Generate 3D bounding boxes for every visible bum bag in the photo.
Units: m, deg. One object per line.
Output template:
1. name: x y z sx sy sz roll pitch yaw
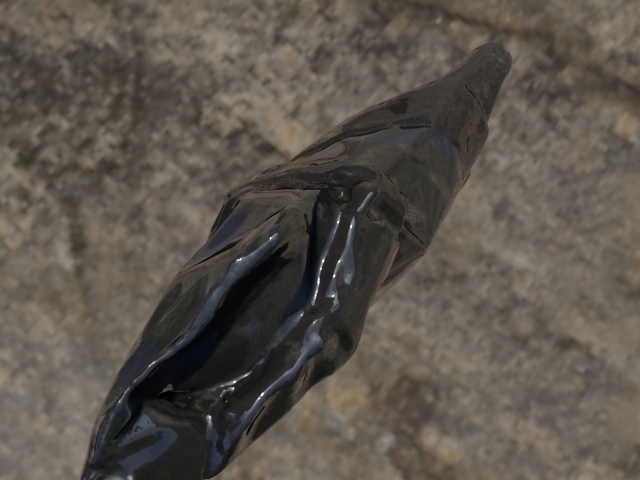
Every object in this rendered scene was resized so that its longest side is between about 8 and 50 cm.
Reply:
1. bum bag: 0.000 0.000 0.682 0.074 0.310 0.137 41 121 1
